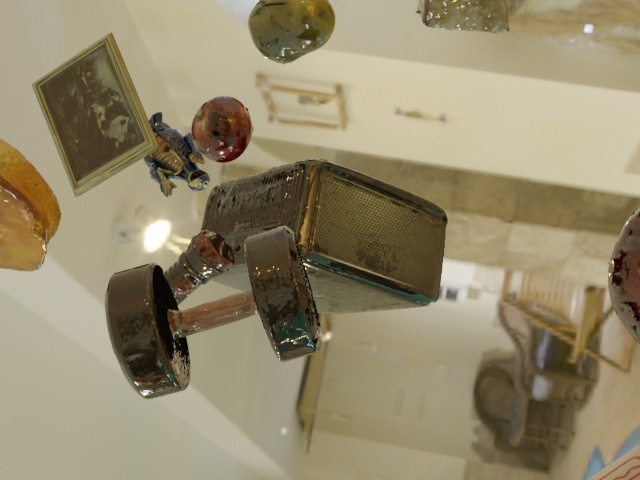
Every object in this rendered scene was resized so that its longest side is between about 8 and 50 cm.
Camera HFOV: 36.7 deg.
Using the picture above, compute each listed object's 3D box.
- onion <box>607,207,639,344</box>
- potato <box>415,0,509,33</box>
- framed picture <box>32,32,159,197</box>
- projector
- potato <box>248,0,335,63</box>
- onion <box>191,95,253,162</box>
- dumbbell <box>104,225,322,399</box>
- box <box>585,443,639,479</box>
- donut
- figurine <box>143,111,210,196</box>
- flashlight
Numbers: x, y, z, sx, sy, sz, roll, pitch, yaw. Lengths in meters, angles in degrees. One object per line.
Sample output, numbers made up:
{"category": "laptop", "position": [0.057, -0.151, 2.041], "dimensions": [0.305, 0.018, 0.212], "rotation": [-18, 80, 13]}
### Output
{"category": "onion", "position": [0.589, 0.059, 1.504], "dimensions": [0.276, 0.276, 0.276], "rotation": [9, -90, -83]}
{"category": "potato", "position": [0.320, -0.610, 2.143], "dimensions": [0.189, 0.211, 0.264], "rotation": [-86, -5, -46]}
{"category": "framed picture", "position": [-0.495, -0.273, 2.088], "dimensions": [0.296, 0.232, 0.019], "rotation": [65, -164, 14]}
{"category": "projector", "position": [0.000, 0.000, 2.064], "dimensions": [0.395, 0.405, 0.242], "rotation": [-9, 67, 51]}
{"category": "potato", "position": [-0.066, -0.474, 2.106], "dimensions": [0.248, 0.169, 0.143], "rotation": [-4, 59, 56]}
{"category": "onion", "position": [-0.186, -0.214, 1.844], "dimensions": [0.131, 0.131, 0.131], "rotation": [9, -90, -83]}
{"category": "dumbbell", "position": [-0.117, 0.082, 1.092], "dimensions": [0.152, 0.218, 0.152], "rotation": [-16, -90, -87]}
{"category": "box", "position": [0.648, 0.593, 1.788], "dimensions": [0.314, 0.312, 0.300], "rotation": [52, -174, -14]}
{"category": "donut", "position": [-0.491, -0.055, 1.384], "dimensions": [0.118, 0.253, 0.253], "rotation": [-57, -20, -34]}
{"category": "figurine", "position": [-0.381, -0.212, 2.505], "dimensions": [0.262, 0.164, 0.121], "rotation": [55, 164, 22]}
{"category": "flashlight", "position": [-0.260, 0.080, 1.732], "dimensions": [0.232, 0.093, 0.093], "rotation": [-41, 3, 15]}
